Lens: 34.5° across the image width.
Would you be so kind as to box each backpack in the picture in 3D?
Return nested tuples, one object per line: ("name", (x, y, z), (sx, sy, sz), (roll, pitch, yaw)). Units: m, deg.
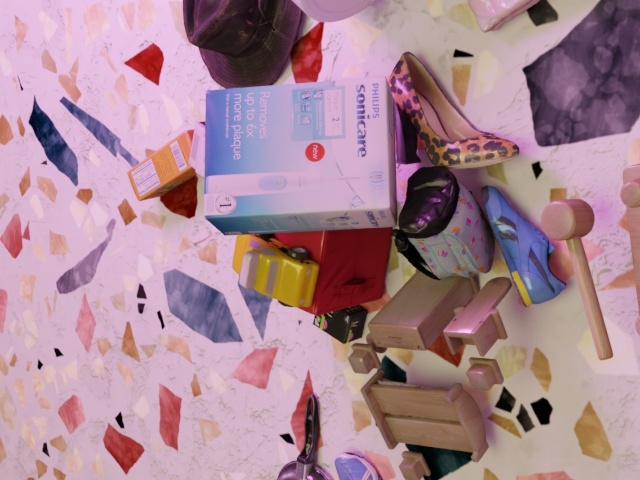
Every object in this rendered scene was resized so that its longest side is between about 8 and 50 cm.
("backpack", (0.201, -0.013, 1.639), (0.115, 0.152, 0.182), (0, 142, 35))

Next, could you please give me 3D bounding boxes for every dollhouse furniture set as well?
("dollhouse furniture set", (0.239, 0.238, 1.743), (0.303, 0.174, 0.356), (-1, 123, 44))

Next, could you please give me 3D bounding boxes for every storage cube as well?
("storage cube", (0.000, 0.000, 1.828), (0.215, 0.183, 0.193), (21, 111, 40))

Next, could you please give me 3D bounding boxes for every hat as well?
("hat", (-0.179, -0.439, 1.941), (0.331, 0.134, 0.332), (11, 107, 41))

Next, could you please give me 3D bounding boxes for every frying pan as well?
("frying pan", (-0.011, 0.488, 2.042), (0.197, 0.053, 0.326), (38, 126, 31))

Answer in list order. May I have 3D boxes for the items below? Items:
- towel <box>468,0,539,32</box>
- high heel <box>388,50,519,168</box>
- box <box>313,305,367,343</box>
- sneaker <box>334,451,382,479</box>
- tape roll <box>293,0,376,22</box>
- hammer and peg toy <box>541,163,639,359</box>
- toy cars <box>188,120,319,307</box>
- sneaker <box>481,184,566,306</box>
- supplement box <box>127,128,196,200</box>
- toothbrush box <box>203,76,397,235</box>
("towel", (0.291, -0.522, 1.511), (0.317, 0.053, 0.332), (-27, 79, 50))
("high heel", (0.207, -0.211, 1.646), (0.261, 0.093, 0.186), (8, 106, 48))
("box", (0.037, 0.143, 1.914), (0.083, 0.052, 0.062), (30, 120, 35))
("sneaker", (0.079, 0.495, 1.928), (0.080, 0.081, 0.211), (-44, 67, 42))
("tape roll", (0.013, -0.500, 1.665), (0.169, 0.246, 0.246), (48, 128, 26))
("hammer and peg toy", (0.495, 0.023, 1.399), (0.361, 0.127, 0.266), (-4, 98, 44))
("toy cars", (-0.136, -0.048, 1.761), (0.176, 0.087, 0.394), (-36, 72, 41))
("sneaker", (0.318, -0.001, 1.617), (0.082, 0.069, 0.209), (-25, 70, 11))
("supplement box", (-0.307, -0.159, 2.162), (0.233, 0.078, 0.080), (-23, 86, 45))
("toothbrush box", (-0.029, -0.130, 1.644), (0.295, 0.126, 0.216), (-2, 77, 9))
